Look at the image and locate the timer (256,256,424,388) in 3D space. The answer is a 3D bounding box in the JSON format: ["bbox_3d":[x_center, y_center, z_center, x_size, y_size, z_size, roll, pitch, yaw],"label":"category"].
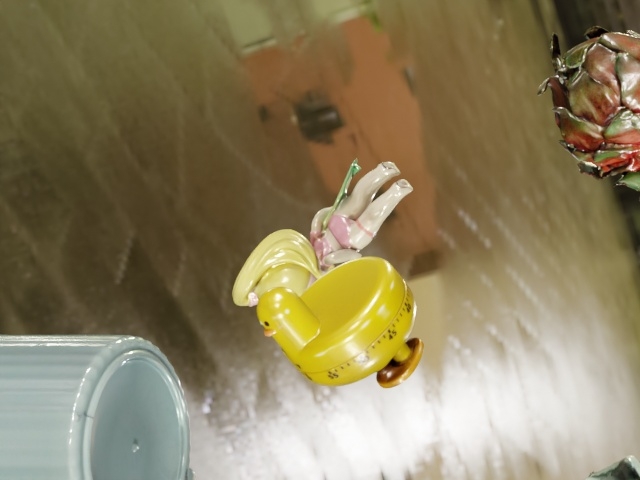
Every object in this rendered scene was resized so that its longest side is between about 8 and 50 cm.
[{"bbox_3d":[0.013,0.054,1.034,0.109,0.107,0.107,51,24,-24],"label":"timer"}]

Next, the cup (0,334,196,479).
[{"bbox_3d":[-0.320,0.257,1.557,0.256,0.311,0.331,-63,141,-48],"label":"cup"}]

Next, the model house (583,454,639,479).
[{"bbox_3d":[0.228,0.325,1.169,0.215,0.198,0.224,-15,69,-46],"label":"model house"}]

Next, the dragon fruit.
[{"bbox_3d":[0.357,-0.156,1.638,0.188,0.182,0.182,47,29,-35],"label":"dragon fruit"}]

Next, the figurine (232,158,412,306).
[{"bbox_3d":[0.000,0.000,1.242,0.083,0.187,0.083,42,17,-16],"label":"figurine"}]
